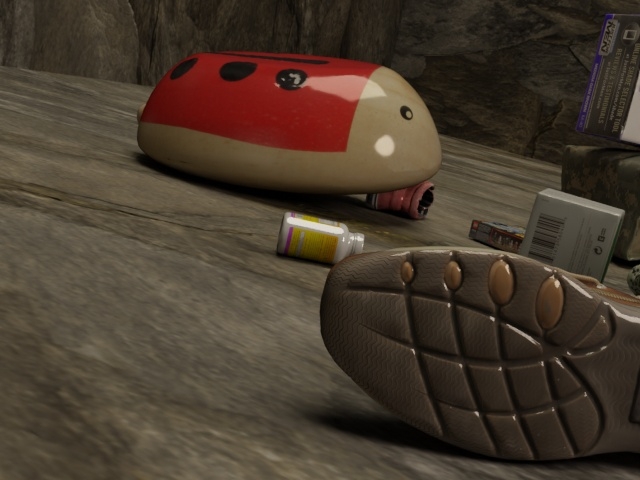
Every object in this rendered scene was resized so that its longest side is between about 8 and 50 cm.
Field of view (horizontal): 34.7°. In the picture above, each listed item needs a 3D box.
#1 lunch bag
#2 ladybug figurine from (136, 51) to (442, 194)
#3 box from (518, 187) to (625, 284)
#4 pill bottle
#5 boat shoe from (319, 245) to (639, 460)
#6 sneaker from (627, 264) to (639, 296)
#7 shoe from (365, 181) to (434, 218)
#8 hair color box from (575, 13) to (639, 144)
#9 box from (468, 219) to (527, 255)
[{"bbox_3d":[0.540,-0.048,1.576,0.287,0.168,0.235,4,12,-18],"label":"lunch bag"},{"bbox_3d":[-0.051,-0.173,1.430,0.450,0.161,0.305,7,18,13],"label":"ladybug figurine"},{"bbox_3d":[0.299,0.000,1.222,0.102,0.101,0.087,17,11,16],"label":"box"},{"bbox_3d":[0.000,0.000,1.030,0.083,0.043,0.043,12,11,-4],"label":"pill bottle"},{"bbox_3d":[0.144,0.074,0.656,0.324,0.123,0.116,16,2,-18],"label":"boat shoe"},{"bbox_3d":[0.422,0.052,1.140,0.182,0.158,0.410,-19,-9,38],"label":"sneaker"},{"bbox_3d":[0.133,-0.070,1.517,0.081,0.063,0.178,17,17,18],"label":"shoe"},{"bbox_3d":[0.570,-0.219,1.573,0.339,0.185,0.110,9,8,-31],"label":"hair color box"},{"bbox_3d":[0.279,0.005,1.374,0.094,0.027,0.137,7,12,-36],"label":"box"}]
